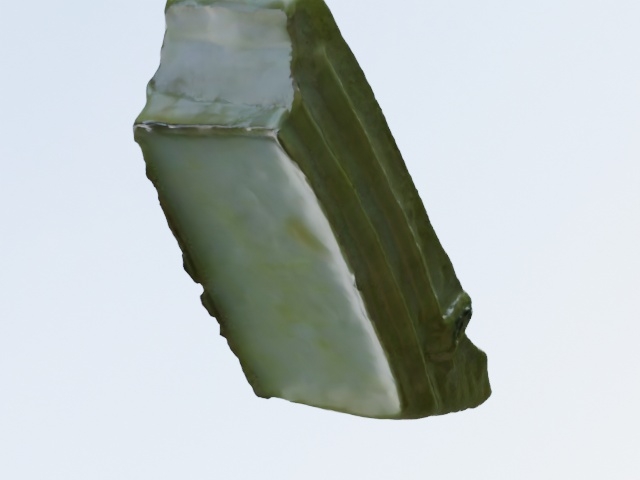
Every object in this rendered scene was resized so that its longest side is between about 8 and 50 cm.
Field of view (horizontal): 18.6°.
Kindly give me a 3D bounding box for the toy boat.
[{"bbox_3d":[-0.002,0.005,0.946,0.084,0.111,0.276,-56,-45,-36],"label":"toy boat"}]
